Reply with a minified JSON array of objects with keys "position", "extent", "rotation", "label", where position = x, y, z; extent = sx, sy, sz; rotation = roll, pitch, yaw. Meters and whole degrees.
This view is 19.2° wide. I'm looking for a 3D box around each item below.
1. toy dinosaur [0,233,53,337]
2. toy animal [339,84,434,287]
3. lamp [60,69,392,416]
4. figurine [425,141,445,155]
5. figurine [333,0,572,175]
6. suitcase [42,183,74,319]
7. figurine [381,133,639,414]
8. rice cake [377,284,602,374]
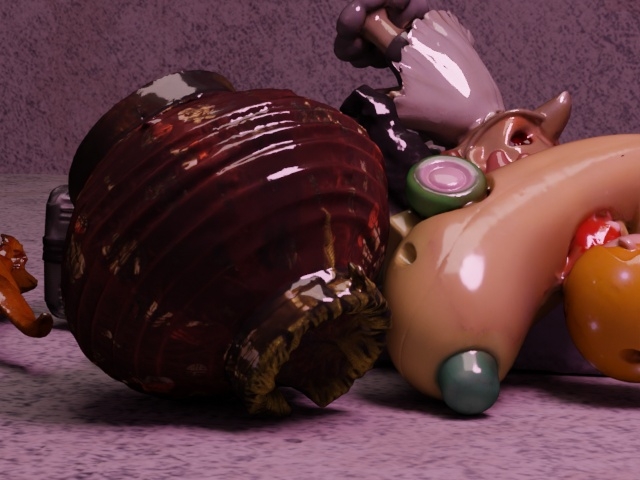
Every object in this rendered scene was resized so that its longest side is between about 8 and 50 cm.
[{"position":[-0.326,0.036,1.563],"extent":[0.208,0.097,0.432],"rotation":[10,8,-9],"label":"toy dinosaur"},{"position":[0.000,0.000,1.443],"extent":[0.121,0.225,0.094],"rotation":[45,-4,10],"label":"toy animal"},{"position":[-0.058,0.009,1.268],"extent":[0.247,0.247,0.247],"rotation":[1,6,0],"label":"lamp"},{"position":[0.125,-0.021,1.826],"extent":[0.342,0.167,0.285],"rotation":[44,9,-2],"label":"figurine"},{"position":[0.150,-0.059,1.560],"extent":[0.387,0.166,0.207],"rotation":[52,13,28],"label":"figurine"},{"position":[-0.074,0.013,1.633],"extent":[0.312,0.128,0.202],"rotation":[4,4,29],"label":"suitcase"},{"position":[0.186,0.021,1.353],"extent":[0.324,0.124,0.222],"rotation":[-21,42,-27],"label":"figurine"},{"position":[0.219,0.066,1.452],"extent":[0.399,0.070,0.064],"rotation":[2,3,6],"label":"rice cake"}]
